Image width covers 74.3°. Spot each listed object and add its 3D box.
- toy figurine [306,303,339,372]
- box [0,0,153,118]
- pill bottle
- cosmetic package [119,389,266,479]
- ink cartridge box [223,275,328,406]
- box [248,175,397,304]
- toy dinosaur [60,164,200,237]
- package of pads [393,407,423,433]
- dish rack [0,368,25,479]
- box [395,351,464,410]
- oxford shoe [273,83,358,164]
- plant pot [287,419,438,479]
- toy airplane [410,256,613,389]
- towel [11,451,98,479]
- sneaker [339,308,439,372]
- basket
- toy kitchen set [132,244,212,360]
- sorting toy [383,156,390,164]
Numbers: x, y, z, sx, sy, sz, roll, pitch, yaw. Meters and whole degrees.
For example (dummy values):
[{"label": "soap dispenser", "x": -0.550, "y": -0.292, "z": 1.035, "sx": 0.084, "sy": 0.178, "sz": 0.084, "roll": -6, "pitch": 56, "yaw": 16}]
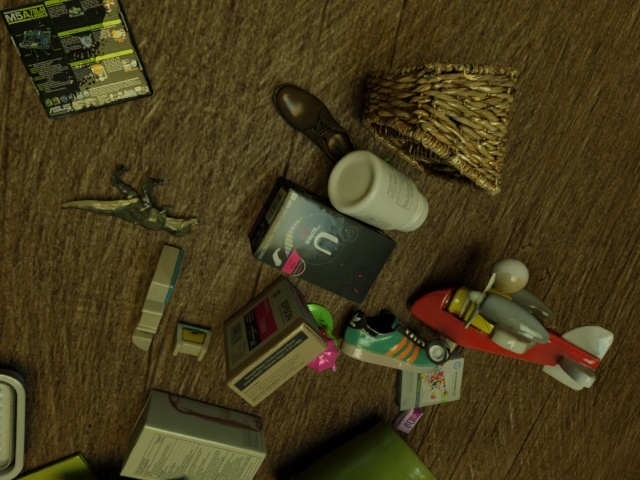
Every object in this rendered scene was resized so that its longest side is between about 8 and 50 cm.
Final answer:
[{"label": "toy figurine", "x": -0.002, "y": 0.258, "z": 1.002, "sx": 0.130, "sy": 0.159, "sz": 0.173, "roll": -36, "pitch": 114, "yaw": 0}, {"label": "box", "x": -0.427, "y": -0.332, "z": 0.757, "sx": 0.191, "sy": 0.045, "sz": 0.184, "roll": -18, "pitch": 109, "yaw": -7}, {"label": "pill bottle", "x": 0.133, "y": -0.093, "z": 0.898, "sx": 0.229, "sy": 0.131, "sz": 0.131, "roll": 18, "pitch": 105, "yaw": -48}, {"label": "cosmetic package", "x": -0.299, "y": 0.493, "z": 1.023, "sx": 0.296, "sy": 0.129, "sz": 0.153, "roll": 26, "pitch": 102, "yaw": -21}, {"label": "ink cartridge box", "x": -0.109, "y": 0.204, "z": 0.915, "sx": 0.193, "sy": 0.234, "sz": 0.088, "roll": -40, "pitch": 114, "yaw": 1}, {"label": "box", "x": 0.000, "y": 0.000, "z": 0.924, "sx": 0.270, "sy": 0.143, "sz": 0.165, "roll": 25, "pitch": 101, "yaw": -21}, {"label": "toy dinosaur", "x": -0.375, "y": -0.080, "z": 0.849, "sx": 0.268, "sy": 0.064, "sz": 0.118, "roll": 13, "pitch": 111, "yaw": -15}, {"label": "package of pads", "x": 0.255, "y": 0.516, "z": 1.224, "sx": 0.050, "sy": 0.032, "sz": 0.083, "roll": 30, "pitch": 99, "yaw": -24}, {"label": "dish rack", "x": -0.802, "y": 0.379, "z": 0.887, "sx": 0.333, "sy": 0.072, "sz": 0.285, "roll": 8, "pitch": 105, "yaw": -17}, {"label": "box", "x": 0.308, "y": 0.398, "z": 1.195, "sx": 0.186, "sy": 0.038, "sz": 0.145, "roll": -5, "pitch": 110, "yaw": -14}, {"label": "oxford shoe", "x": 0.001, "y": -0.238, "z": 0.871, "sx": 0.227, "sy": 0.096, "sz": 0.083, "roll": 36, "pitch": 98, "yaw": -21}, {"label": "plant pot", "x": 0.120, "y": 0.682, "z": 1.104, "sx": 0.353, "sy": 0.366, "sz": 0.366, "roll": -40, "pitch": 114, "yaw": -12}, {"label": "toy airplane", "x": 0.451, "y": 0.177, "z": 0.977, "sx": 0.385, "sy": 0.386, "sz": 0.272, "roll": 6, "pitch": 91, "yaw": -14}, {"label": "towel", "x": -0.678, "y": 0.593, "z": 1.021, "sx": 0.237, "sy": 0.021, "sz": 0.102, "roll": -19, "pitch": 117, "yaw": -8}, {"label": "sneaker", "x": 0.200, "y": 0.254, "z": 1.081, "sx": 0.302, "sy": 0.108, "sz": 0.121, "roll": 16, "pitch": 97, "yaw": -25}, {"label": "basket", "x": 0.193, "y": -0.212, "z": 0.816, "sx": 0.214, "sy": 0.299, "sz": 0.223, "roll": -3, "pitch": 109, "yaw": -13}, {"label": "toy kitchen set", "x": -0.300, "y": 0.143, "z": 0.931, "sx": 0.166, "sy": 0.122, "sz": 0.207, "roll": 19, "pitch": 123, "yaw": -20}, {"label": "sorting toy", "x": 0.143, "y": -0.152, "z": 0.980, "sx": 0.062, "sy": 0.012, "sz": 0.083, "roll": 35, "pitch": 97, "yaw": -24}]
